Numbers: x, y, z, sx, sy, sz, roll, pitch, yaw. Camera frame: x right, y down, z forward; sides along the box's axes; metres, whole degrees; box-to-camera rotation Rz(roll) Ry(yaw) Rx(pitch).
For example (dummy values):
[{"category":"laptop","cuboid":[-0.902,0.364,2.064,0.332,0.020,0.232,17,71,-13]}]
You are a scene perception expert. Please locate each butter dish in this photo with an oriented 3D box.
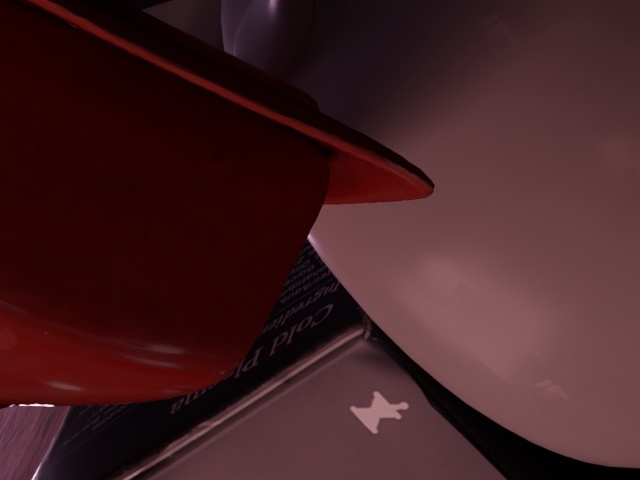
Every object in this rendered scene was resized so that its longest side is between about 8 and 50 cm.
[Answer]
[{"category":"butter dish","cuboid":[-0.083,0.002,0.469,0.160,0.118,0.160,24,167,-35]}]

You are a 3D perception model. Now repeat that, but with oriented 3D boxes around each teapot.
[{"category":"teapot","cuboid":[0.104,-0.069,0.572,0.252,0.256,0.187,44,120,-7]}]

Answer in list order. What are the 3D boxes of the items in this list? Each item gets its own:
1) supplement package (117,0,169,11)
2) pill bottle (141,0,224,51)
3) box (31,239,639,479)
[{"category":"supplement package","cuboid":[-0.106,-0.172,0.517,0.145,0.204,0.262,28,166,-27]},{"category":"pill bottle","cuboid":[-0.213,-0.136,0.870,0.334,0.188,0.188,11,162,41]},{"category":"box","cuboid":[0.089,0.106,0.748,0.179,0.312,0.343,-35,107,27]}]
